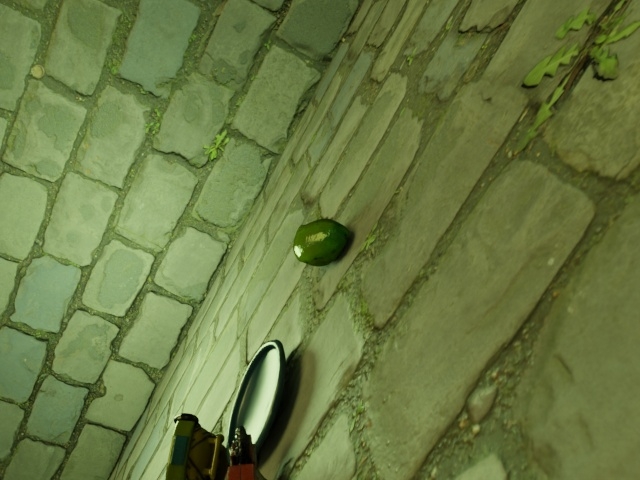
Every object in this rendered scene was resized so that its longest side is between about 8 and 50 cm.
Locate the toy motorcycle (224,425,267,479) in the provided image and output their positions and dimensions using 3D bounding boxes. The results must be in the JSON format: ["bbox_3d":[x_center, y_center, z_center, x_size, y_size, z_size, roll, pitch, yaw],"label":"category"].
[{"bbox_3d":[-0.123,0.457,0.945,0.298,0.089,0.171,-105,17,-64],"label":"toy motorcycle"}]

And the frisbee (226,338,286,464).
[{"bbox_3d":[-0.131,0.361,1.254,0.289,0.049,0.289,-54,22,34],"label":"frisbee"}]

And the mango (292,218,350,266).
[{"bbox_3d":[-0.001,0.000,1.311,0.178,0.100,0.119,-16,47,60],"label":"mango"}]

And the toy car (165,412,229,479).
[{"bbox_3d":[-0.288,0.525,1.339,0.248,0.142,0.200,102,174,-61],"label":"toy car"}]
